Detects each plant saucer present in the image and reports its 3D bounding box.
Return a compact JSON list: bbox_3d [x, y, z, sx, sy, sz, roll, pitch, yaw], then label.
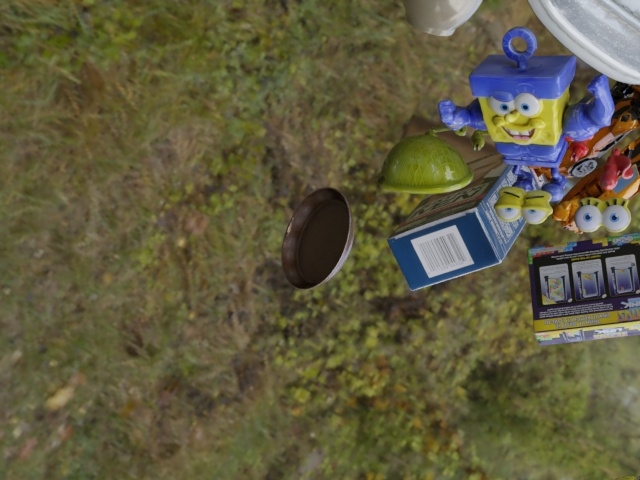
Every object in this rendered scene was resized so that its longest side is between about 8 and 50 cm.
[{"bbox_3d":[0.000,0.000,1.540,0.029,0.168,0.168,22,98,-36],"label":"plant saucer"}]

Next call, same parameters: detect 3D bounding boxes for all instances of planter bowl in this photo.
[{"bbox_3d":[0.215,-0.443,1.791,0.162,0.162,0.109,-41,155,-52],"label":"planter bowl"}]

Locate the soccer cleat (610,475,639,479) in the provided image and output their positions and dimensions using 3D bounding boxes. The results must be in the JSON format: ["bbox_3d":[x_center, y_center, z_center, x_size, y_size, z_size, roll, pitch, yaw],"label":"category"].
[{"bbox_3d":[0.547,0.489,1.822,0.289,0.121,0.093,6,86,-36],"label":"soccer cleat"}]

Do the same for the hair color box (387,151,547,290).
[{"bbox_3d":[0.264,-0.051,1.702,0.174,0.105,0.347,-20,-167,32],"label":"hair color box"}]

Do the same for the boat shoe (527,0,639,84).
[{"bbox_3d":[0.269,-0.150,0.624,0.103,0.320,0.118,-16,-119,62],"label":"boat shoe"}]

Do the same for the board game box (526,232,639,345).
[{"bbox_3d":[0.386,0.069,1.392,0.048,0.170,0.141,54,33,-55],"label":"board game box"}]

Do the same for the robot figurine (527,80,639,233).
[{"bbox_3d":[0.442,-0.151,1.420,0.085,0.211,0.291,14,134,-40],"label":"robot figurine"}]

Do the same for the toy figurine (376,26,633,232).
[{"bbox_3d":[0.230,-0.165,1.161,0.191,0.362,0.217,-52,138,-37],"label":"toy figurine"}]
